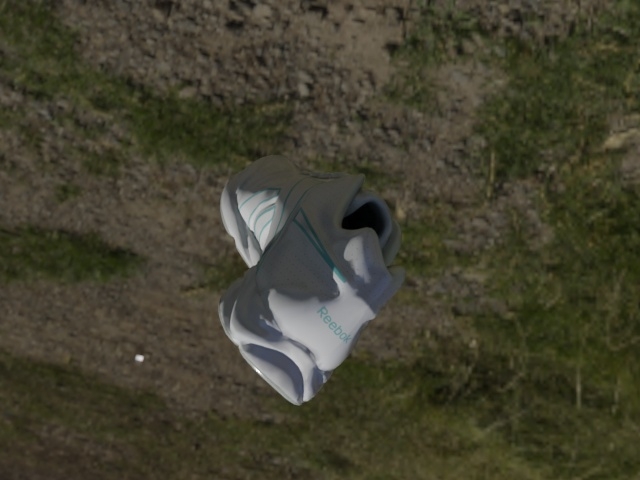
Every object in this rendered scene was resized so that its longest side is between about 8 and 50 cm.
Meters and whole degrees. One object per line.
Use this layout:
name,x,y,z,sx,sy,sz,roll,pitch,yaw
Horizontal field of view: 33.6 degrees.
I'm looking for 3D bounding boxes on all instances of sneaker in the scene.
sneaker,0.000,0.000,0.389,0.061,0.152,0.054,-40,113,12
